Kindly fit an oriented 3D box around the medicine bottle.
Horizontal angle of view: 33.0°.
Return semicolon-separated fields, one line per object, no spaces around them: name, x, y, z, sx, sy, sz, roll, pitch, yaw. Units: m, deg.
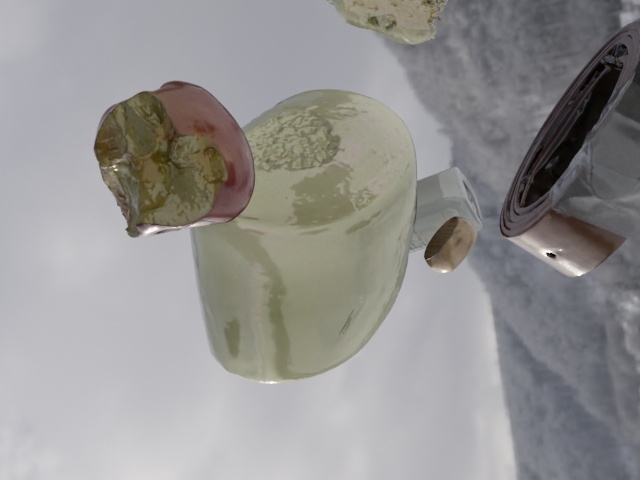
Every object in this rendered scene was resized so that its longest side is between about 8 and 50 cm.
medicine bottle;0.159;-0.034;2.217;0.179;0.324;0.124;42;-150;-58

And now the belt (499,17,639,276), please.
belt;0.287;-0.093;1.089;0.105;0.261;0.184;33;-169;-11

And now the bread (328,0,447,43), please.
bread;0.086;-0.344;1.510;0.251;0.181;0.039;-65;-9;-56

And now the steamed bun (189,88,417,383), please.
steamed bun;0.000;0.000;1.727;0.456;0.289;0.371;-51;-30;-45

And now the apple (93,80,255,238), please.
apple;-0.154;-0.088;1.149;0.147;0.156;0.158;-11;-92;-51

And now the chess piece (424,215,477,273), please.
chess piece;0.178;0.006;1.485;0.038;0.084;0.084;36;-150;-8
